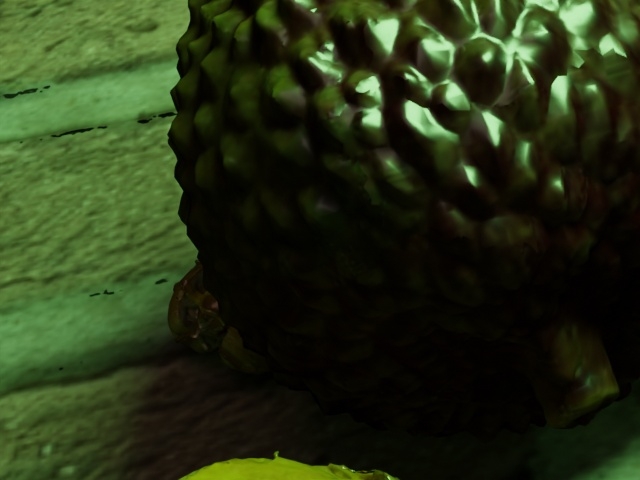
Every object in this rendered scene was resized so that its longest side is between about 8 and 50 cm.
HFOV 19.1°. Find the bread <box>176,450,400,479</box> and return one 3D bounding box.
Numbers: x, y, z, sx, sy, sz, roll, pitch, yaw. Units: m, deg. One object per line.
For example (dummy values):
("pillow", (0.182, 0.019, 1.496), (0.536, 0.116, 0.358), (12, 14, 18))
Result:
("bread", (-0.004, 0.169, 0.637), (0.236, 0.120, 0.198), (11, 44, 28))

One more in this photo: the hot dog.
("hot dog", (0.000, 0.000, 0.899), (0.071, 0.045, 0.165), (21, 52, 39))

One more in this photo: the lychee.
("lychee", (0.050, -0.041, 0.772), (0.236, 0.236, 0.271), (-26, 59, -13))
